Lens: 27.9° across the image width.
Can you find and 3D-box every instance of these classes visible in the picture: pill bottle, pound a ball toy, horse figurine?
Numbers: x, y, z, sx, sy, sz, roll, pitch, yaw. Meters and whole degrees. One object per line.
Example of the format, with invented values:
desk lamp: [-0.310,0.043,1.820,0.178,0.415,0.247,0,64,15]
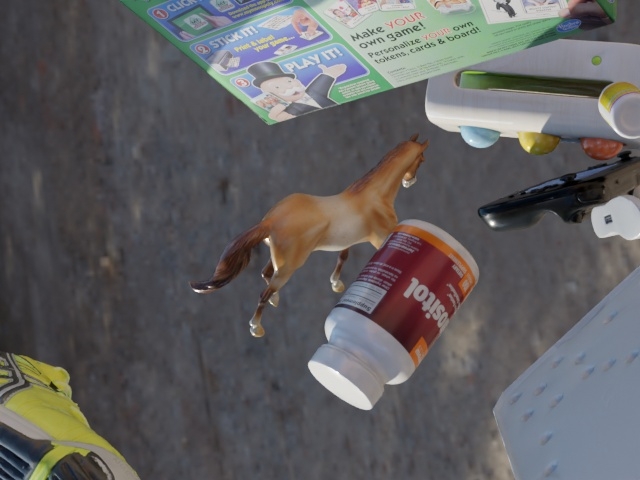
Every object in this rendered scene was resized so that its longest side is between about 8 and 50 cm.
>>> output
pill bottle: [0.059,0.063,1.079,0.086,0.152,0.086,33,160,13]
pound a ball toy: [0.318,-0.166,1.632,0.208,0.319,0.136,14,-95,-65]
pill bottle: [0.293,-0.128,1.241,0.083,0.043,0.043,-90,0,-71]
horse figurine: [0.000,0.000,1.310,0.066,0.263,0.174,48,141,39]

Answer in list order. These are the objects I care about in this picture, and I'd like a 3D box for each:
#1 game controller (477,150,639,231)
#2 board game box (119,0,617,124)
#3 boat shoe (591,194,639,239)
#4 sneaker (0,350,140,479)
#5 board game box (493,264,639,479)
game controller: [0.323,-0.067,1.675,0.166,0.319,0.067,-4,97,28]
board game box: [0.023,-0.189,0.930,0.317,0.213,0.046,-12,55,36]
boat shoe: [0.247,-0.019,1.019,0.100,0.035,0.035,149,108,-81]
sneaker: [-0.248,0.150,1.045,0.384,0.147,0.145,12,119,47]
board game box: [0.284,0.057,0.781,0.050,0.390,0.390,44,-170,-10]
